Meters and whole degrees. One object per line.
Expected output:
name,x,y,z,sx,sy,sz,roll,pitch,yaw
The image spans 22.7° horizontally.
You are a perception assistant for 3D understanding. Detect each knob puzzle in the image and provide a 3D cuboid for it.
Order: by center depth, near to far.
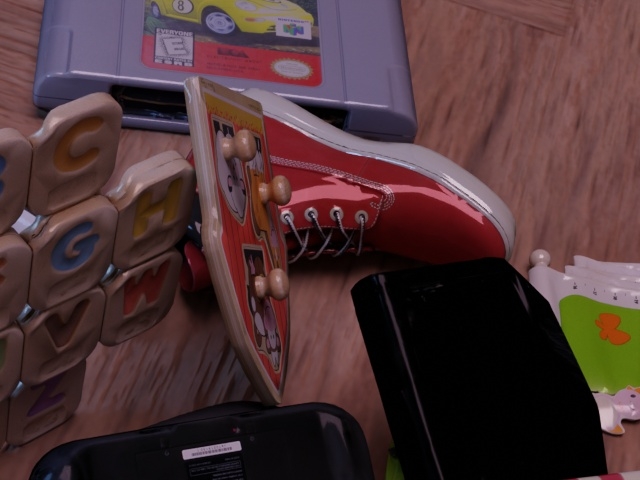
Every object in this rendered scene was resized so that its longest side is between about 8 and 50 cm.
knob puzzle,-0.035,0.003,0.966,0.030,0.213,0.213,-9,44,9

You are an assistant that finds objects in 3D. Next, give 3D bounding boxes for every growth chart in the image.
growth chart,0.260,0.069,1.149,0.237,0.021,0.172,1,47,-13

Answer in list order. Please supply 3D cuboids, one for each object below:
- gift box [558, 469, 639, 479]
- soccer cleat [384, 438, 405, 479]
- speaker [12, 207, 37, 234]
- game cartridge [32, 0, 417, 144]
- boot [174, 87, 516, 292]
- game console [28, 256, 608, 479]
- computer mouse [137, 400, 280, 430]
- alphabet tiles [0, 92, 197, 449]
gift box,0.170,0.267,0.758,0.255,0.258,0.276,-9,48,-22
soccer cleat,0.050,0.183,0.953,0.060,0.072,0.179,4,54,37
speaker,-0.172,0.004,1.075,0.136,0.055,0.055,32,47,16
game cartridge,-0.074,-0.162,1.269,0.294,0.060,0.196,5,41,-10
boot,0.000,0.000,1.107,0.244,0.088,0.176,22,46,16
game console,0.010,0.125,0.887,0.361,0.044,0.213,-6,71,-31
computer mouse,-0.085,0.169,0.921,0.272,0.072,0.188,-25,56,-34
alphabet tiles,-0.187,0.050,0.865,0.284,0.278,0.021,-27,58,-35
